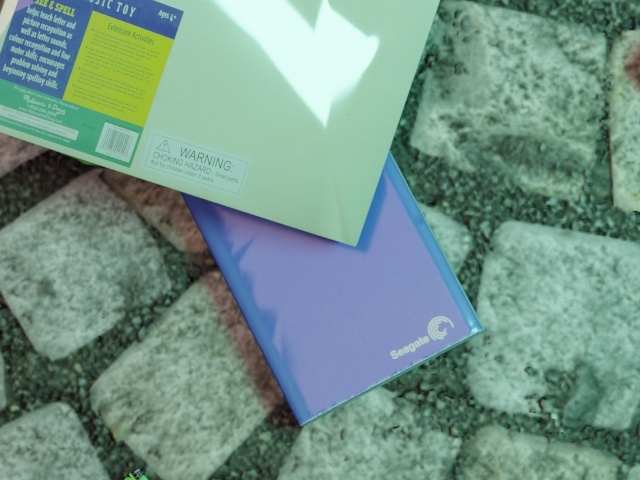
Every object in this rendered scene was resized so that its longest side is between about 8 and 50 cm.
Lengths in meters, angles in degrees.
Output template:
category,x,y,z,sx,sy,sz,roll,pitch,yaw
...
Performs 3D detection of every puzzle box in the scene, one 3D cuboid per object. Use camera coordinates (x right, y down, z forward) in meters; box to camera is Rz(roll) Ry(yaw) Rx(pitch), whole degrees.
category,x,y,z,sx,sy,sz,roll,pitch,yaw
puzzle box,-0.111,-0.182,1.867,0.409,0.052,0.272,18,94,-17

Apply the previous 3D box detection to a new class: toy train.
category,x,y,z,sx,sy,sz,roll,pitch,yaw
toy train,-0.172,0.270,1.999,0.024,0.017,0.083,-39,81,-6

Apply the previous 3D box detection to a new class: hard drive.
category,x,y,z,sx,sy,sz,roll,pitch,yaw
hard drive,0.000,0.000,1.980,0.210,0.040,0.319,-28,82,5

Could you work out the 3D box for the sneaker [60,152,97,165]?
category,x,y,z,sx,sy,sz,roll,pitch,yaw
sneaker,-0.111,-0.273,1.974,0.202,0.185,0.483,39,89,-20
